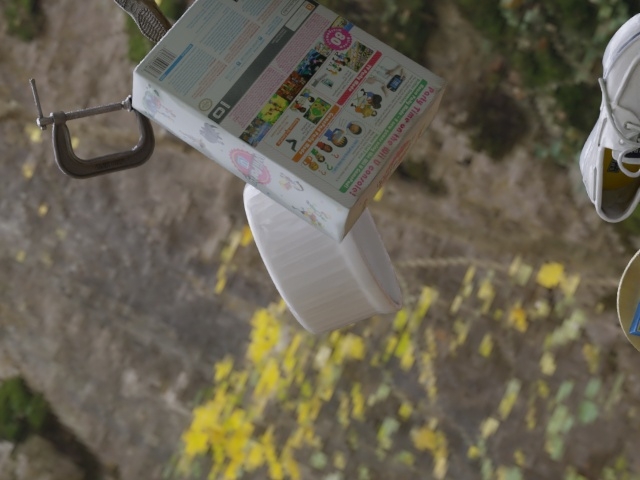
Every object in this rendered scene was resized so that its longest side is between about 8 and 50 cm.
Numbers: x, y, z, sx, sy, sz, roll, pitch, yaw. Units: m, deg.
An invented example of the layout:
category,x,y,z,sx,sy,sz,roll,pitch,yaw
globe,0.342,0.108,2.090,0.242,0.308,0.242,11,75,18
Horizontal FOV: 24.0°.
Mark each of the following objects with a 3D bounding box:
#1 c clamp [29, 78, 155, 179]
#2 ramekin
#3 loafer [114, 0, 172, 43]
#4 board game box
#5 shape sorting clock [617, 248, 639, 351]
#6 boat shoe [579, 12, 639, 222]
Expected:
category,x,y,z,sx,sy,sz,roll,pitch,yaw
c clamp,-0.296,-0.151,1.986,0.022,0.161,0.137,7,104,64
ramekin,0.000,0.000,2.162,0.135,0.277,0.277,-25,-4,9
loafer,-0.320,-0.424,2.781,0.050,0.148,0.056,-36,-8,-49
board game box,-0.038,-0.172,1.796,0.224,0.303,0.097,-52,-10,-26
shape sorting clock,0.510,0.076,2.089,0.040,0.206,0.206,-126,58,-74
boat shoe,0.465,-0.160,2.217,0.367,0.136,0.156,103,168,-48
